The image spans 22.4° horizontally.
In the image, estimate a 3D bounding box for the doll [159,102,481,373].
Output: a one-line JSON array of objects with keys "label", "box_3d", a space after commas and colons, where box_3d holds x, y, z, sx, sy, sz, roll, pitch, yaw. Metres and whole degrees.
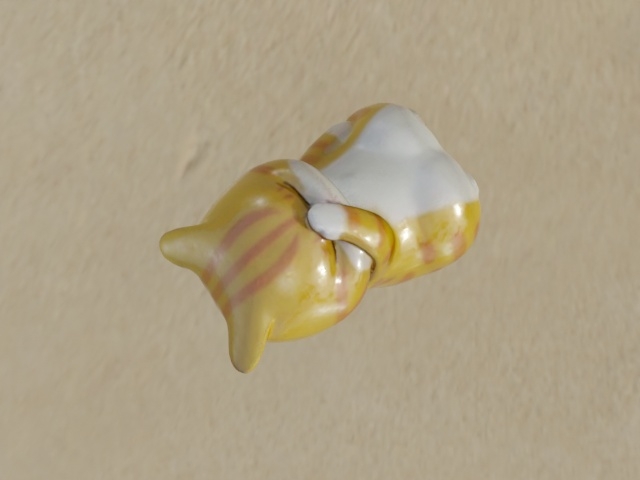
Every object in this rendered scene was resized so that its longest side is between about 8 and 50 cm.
[{"label": "doll", "box_3d": [0.013, -0.014, 1.407, 0.167, 0.269, 0.162, 50, 139, 21]}]
